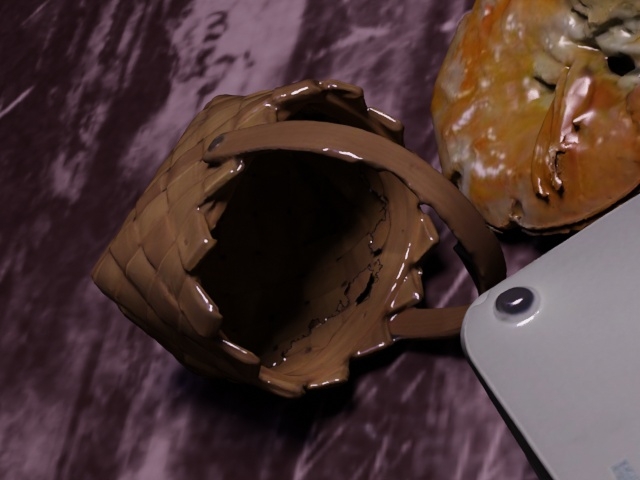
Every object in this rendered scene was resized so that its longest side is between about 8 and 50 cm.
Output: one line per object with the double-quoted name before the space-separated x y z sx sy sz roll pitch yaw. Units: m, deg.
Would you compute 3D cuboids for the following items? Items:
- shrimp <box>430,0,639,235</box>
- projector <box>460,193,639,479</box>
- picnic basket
"shrimp" 0.146 -0.081 0.757 0.294 0.062 0.154 -14 59 57
"projector" 0.186 0.068 0.601 0.198 0.108 0.250 -32 40 0
"picnic basket" 0.000 0.000 0.770 0.178 0.128 0.138 3 53 47
